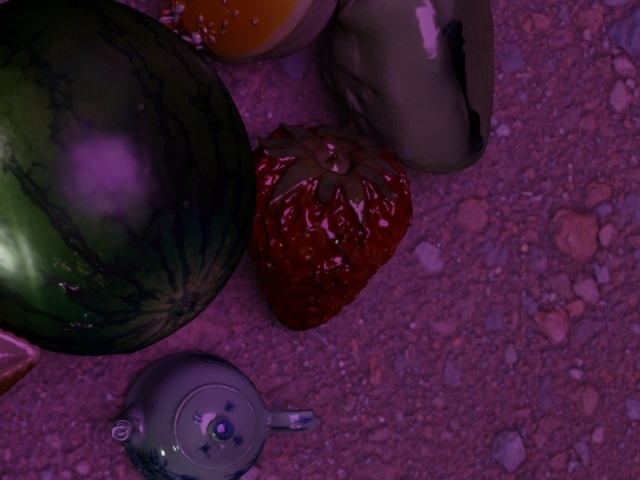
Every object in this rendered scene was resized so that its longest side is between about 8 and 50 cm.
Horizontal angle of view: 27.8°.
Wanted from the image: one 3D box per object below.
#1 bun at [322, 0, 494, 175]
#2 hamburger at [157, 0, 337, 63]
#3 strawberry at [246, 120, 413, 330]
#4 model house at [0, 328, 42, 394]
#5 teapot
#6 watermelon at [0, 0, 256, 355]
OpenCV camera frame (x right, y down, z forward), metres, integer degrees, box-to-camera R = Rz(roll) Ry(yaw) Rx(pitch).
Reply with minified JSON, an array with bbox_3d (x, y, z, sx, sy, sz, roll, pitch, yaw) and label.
[{"bbox_3d":[0.092,-0.219,1.473,0.187,0.293,0.293,0,84,15],"label":"bun"},{"bbox_3d":[-0.084,-0.338,1.403,0.151,0.227,0.295,8,78,-49],"label":"hamburger"},{"bbox_3d":[0.000,0.000,1.414,0.205,0.205,0.244,-10,133,-22],"label":"strawberry"},{"bbox_3d":[-0.384,0.171,1.189,0.238,0.202,0.236,2,69,-26],"label":"model house"},{"bbox_3d":[-0.119,0.197,1.384,0.232,0.159,0.158,0,85,-21],"label":"teapot"},{"bbox_3d":[-0.229,-0.062,1.252,0.363,0.363,0.363,2,85,-21],"label":"watermelon"}]
